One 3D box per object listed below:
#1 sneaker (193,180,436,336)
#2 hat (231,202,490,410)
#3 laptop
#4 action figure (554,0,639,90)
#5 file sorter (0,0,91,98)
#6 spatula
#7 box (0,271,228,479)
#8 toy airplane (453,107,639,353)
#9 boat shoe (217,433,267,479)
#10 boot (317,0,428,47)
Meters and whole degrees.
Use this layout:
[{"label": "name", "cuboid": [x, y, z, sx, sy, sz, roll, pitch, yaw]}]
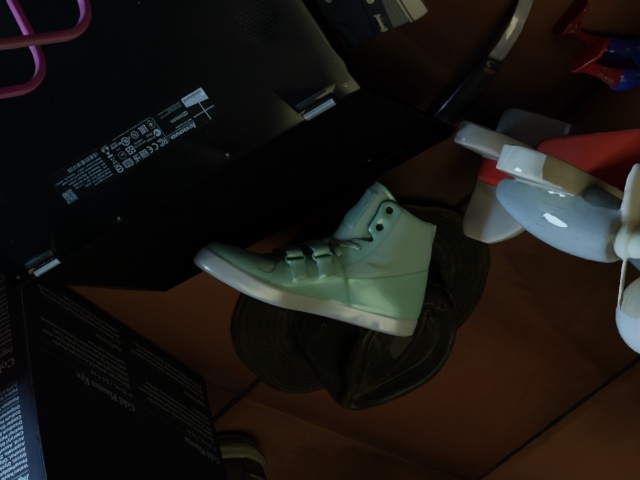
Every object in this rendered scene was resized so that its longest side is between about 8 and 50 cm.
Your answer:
[{"label": "sneaker", "cuboid": [0.000, 0.000, 1.227, 0.256, 0.094, 0.151, 15, 94, -23]}, {"label": "hat", "cuboid": [0.068, 0.112, 1.386, 0.331, 0.134, 0.331, -12, 137, -12]}, {"label": "laptop", "cuboid": [-0.140, -0.132, 1.096, 0.382, 0.236, 0.408, -28, 110, 19]}, {"label": "action figure", "cuboid": [0.396, -0.195, 1.232, 0.280, 0.091, 0.139, 16, 138, -34]}, {"label": "file sorter", "cuboid": [-0.326, -0.138, 0.807, 0.291, 0.182, 0.202, -31, 173, 40]}, {"label": "spatula", "cuboid": [0.185, -0.206, 1.184, 0.084, 0.030, 0.296, 14, 127, -32]}, {"label": "box", "cuboid": [-0.258, 0.244, 1.252, 0.179, 0.312, 0.343, -34, 136, 13]}, {"label": "toy airplane", "cuboid": [0.312, -0.018, 1.172, 0.386, 0.272, 0.384, 4, 171, -11]}, {"label": "boat shoe", "cuboid": [-0.232, 0.368, 1.524, 0.355, 0.130, 0.132, -22, 138, 0]}, {"label": "boot", "cuboid": [0.023, -0.246, 1.048, 0.086, 0.069, 0.190, -27, 139, 13]}]
